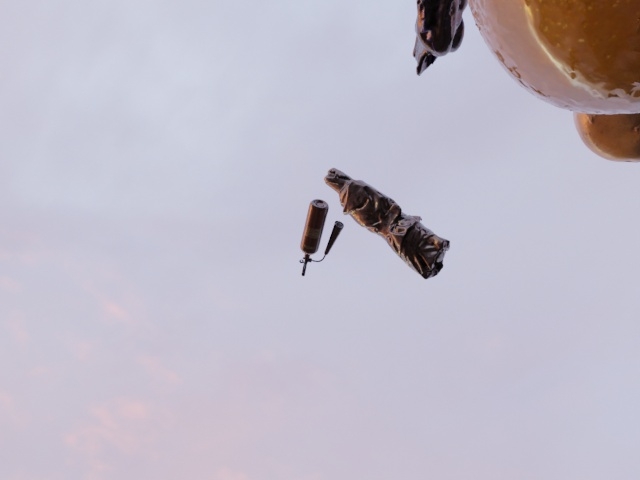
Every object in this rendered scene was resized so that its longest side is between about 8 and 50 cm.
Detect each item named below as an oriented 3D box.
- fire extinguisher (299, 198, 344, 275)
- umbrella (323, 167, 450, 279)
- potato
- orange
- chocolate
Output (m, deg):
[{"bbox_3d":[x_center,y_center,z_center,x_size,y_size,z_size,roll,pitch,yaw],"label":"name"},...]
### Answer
[{"bbox_3d":[0.000,-0.004,0.809,0.046,0.032,0.100,-2,-53,-21],"label":"fire extinguisher"},{"bbox_3d":[0.085,-0.034,0.919,0.236,0.059,0.066,40,-74,33],"label":"umbrella"},{"bbox_3d":[0.433,-0.176,0.925,0.147,0.112,0.112,40,-54,29],"label":"potato"},{"bbox_3d":[0.194,-0.191,0.394,0.237,0.236,0.236,5,-60,9],"label":"orange"},{"bbox_3d":[0.185,-0.389,0.874,0.126,0.148,0.343,9,-60,-20],"label":"chocolate"}]
